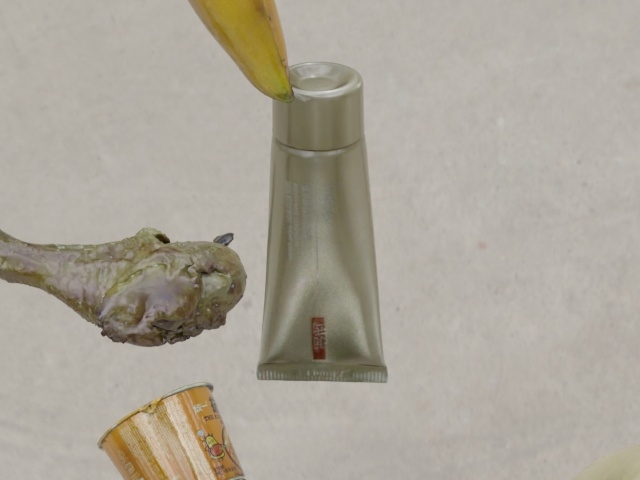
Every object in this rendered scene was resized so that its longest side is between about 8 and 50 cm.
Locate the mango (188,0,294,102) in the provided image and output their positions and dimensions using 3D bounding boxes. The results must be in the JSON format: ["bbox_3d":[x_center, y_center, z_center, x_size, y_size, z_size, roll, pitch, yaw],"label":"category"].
[{"bbox_3d":[-0.067,-0.189,0.867,0.066,0.187,0.101,-26,26,1],"label":"mango"}]

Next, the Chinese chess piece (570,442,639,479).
[{"bbox_3d":[0.284,0.285,0.861,0.112,0.270,0.270,-23,55,-26],"label":"Chinese chess piece"}]

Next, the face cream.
[{"bbox_3d":[0.000,0.000,1.093,0.137,0.341,0.084,0,31,2],"label":"face cream"}]

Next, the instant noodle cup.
[{"bbox_3d":[-0.233,0.357,1.854,0.216,0.215,0.172,-28,72,-10],"label":"instant noodle cup"}]

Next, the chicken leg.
[{"bbox_3d":[-0.268,0.056,1.388,0.361,0.140,0.211,2,21,-16],"label":"chicken leg"}]
